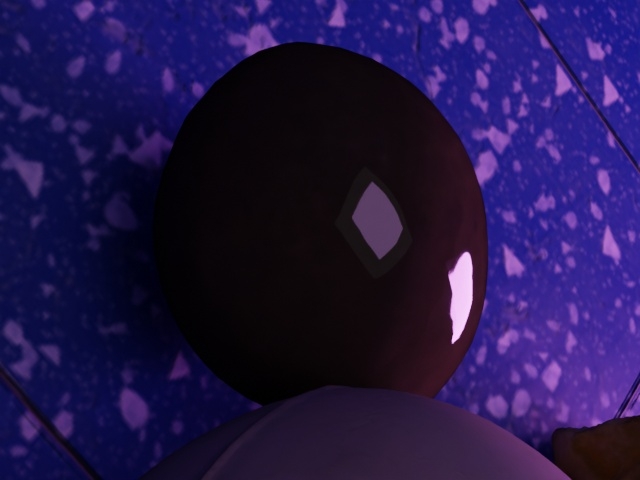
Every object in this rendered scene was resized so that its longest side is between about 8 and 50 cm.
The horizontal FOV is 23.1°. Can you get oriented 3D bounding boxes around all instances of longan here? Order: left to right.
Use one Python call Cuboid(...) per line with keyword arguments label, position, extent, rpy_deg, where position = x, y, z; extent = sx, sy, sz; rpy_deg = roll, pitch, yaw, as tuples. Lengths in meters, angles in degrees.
Cuboid(label="longan", position=(0.000, 0.000, 0.844), extent=(0.198, 0.198, 0.212), rpy_deg=(-21, 107, -41))

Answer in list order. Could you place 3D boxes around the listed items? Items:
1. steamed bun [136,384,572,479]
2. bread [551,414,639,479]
Cuboid(label="steamed bun", position=(0.021, 0.254, 0.707), extent=(0.333, 0.334, 0.374), rpy_deg=(-9, 100, -41))
Cuboid(label="bread", position=(0.240, 0.244, 1.016), extent=(0.152, 0.130, 0.268), rpy_deg=(-7, 81, -4))
